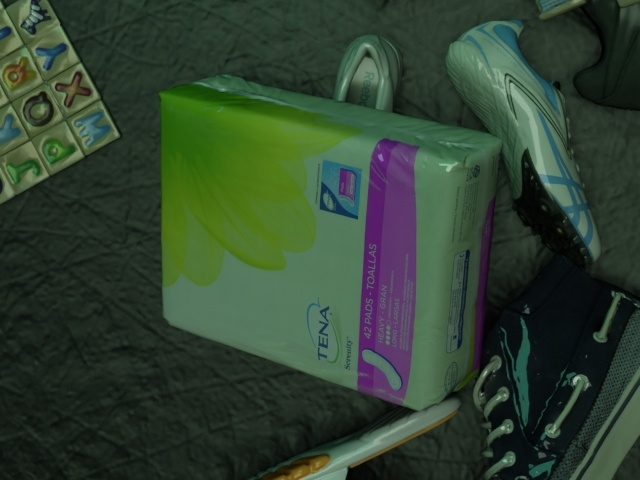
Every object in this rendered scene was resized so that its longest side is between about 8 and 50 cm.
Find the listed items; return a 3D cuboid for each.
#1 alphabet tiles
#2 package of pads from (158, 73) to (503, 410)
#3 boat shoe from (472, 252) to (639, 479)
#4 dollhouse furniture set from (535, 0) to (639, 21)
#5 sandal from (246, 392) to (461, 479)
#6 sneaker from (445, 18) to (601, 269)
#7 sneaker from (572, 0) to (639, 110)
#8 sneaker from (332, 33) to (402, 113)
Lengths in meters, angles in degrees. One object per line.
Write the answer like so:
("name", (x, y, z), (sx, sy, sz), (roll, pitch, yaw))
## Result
("alphabet tiles", (-0.328, -0.156, 1.338), (0.198, 0.009, 0.237), (-28, 92, 10))
("package of pads", (0.000, 0.000, 1.197), (0.296, 0.101, 0.229), (17, 117, 30))
("boat shoe", (0.174, 0.171, 1.220), (0.158, 0.127, 0.340), (36, 71, 8))
("dollhouse furniture set", (0.090, -0.282, 1.127), (0.303, 0.198, 0.286), (-18, 92, 26))
("sandal", (0.018, 0.223, 1.286), (0.265, 0.102, 0.076), (-26, 89, 7))
("sneaker", (0.195, -0.085, 1.244), (0.086, 0.085, 0.237), (-30, 99, -16))
("sneaker", (0.272, -0.247, 1.206), (0.130, 0.109, 0.286), (3, 94, 14))
("sneaker", (0.032, -0.077, 1.256), (0.080, 0.094, 0.212), (2, 97, 6))
